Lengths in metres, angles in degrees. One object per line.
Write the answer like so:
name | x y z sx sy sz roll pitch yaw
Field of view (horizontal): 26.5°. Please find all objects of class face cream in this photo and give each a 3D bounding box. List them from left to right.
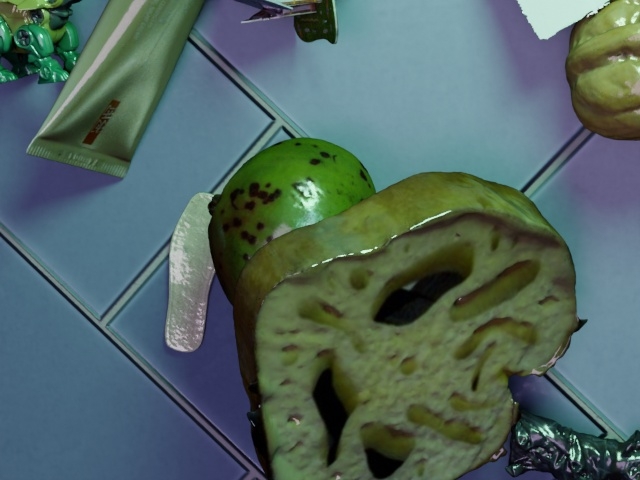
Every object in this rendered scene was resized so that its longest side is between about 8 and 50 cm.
face cream | -0.191 -0.226 1.466 0.084 0.137 0.341 41 108 39

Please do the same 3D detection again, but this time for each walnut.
walnut | 0.320 -0.174 1.333 0.166 0.149 0.167 -12 69 32

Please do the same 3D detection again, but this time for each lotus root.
lotus root | 0.074 0.105 1.367 0.375 0.111 0.390 27 105 -39

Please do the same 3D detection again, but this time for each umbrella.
umbrella | 0.312 0.240 1.462 0.224 0.071 0.080 7 131 7

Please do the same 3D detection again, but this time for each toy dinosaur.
toy dinosaur | -0.352 -0.239 1.512 0.259 0.094 0.153 -10 99 23

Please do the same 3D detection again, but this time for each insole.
insole | -0.146 0.037 1.558 0.063 0.010 0.192 13 104 11

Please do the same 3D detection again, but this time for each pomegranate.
pomegranate | 0.000 0.000 1.428 0.247 0.202 0.202 17 106 -4

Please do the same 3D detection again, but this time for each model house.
model house | -0.048 -0.282 1.396 0.088 0.117 0.167 -10 104 -23

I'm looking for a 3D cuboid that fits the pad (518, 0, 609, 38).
pad | 0.233 -0.326 1.342 0.156 0.004 0.232 -31 70 17
